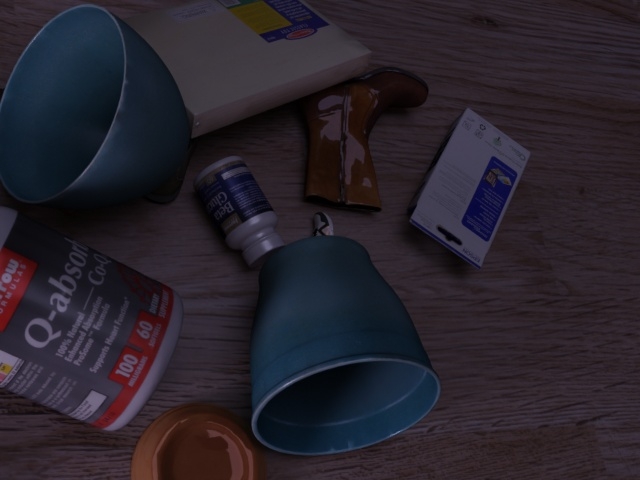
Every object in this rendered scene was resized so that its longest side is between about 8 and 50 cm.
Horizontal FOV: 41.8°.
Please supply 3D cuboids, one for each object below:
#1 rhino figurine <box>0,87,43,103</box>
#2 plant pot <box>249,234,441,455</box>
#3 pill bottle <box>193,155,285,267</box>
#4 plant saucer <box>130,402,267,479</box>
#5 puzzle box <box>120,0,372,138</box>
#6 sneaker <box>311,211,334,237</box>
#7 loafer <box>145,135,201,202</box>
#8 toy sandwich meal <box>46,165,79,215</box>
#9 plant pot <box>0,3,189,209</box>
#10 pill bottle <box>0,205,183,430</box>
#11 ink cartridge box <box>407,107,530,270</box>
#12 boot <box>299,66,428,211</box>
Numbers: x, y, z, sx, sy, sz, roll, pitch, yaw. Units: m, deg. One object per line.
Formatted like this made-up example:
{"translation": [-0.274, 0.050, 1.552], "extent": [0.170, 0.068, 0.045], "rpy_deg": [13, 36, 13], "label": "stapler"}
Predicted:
{"translation": [-0.520, -0.219, 1.280], "extent": [0.243, 0.073, 0.106], "rpy_deg": [-12, 67, -31], "label": "rhino figurine"}
{"translation": [0.013, 0.142, 1.248], "extent": [0.272, 0.271, 0.255], "rpy_deg": [4, 49, -24], "label": "plant pot"}
{"translation": [-0.128, -0.045, 1.362], "extent": [0.094, 0.094, 0.169], "rpy_deg": [-25, 77, -33], "label": "pill bottle"}
{"translation": [-0.167, 0.326, 1.190], "extent": [0.200, 0.037, 0.200], "rpy_deg": [11, 61, -20], "label": "plant saucer"}
{"translation": [-0.141, -0.330, 1.463], "extent": [0.409, 0.052, 0.272], "rpy_deg": [-27, 58, -36], "label": "puzzle box"}
{"translation": [0.000, 0.000, 1.434], "extent": [0.044, 0.040, 0.109], "rpy_deg": [0, 65, -23], "label": "sneaker"}
{"translation": [-0.235, -0.184, 1.386], "extent": [0.094, 0.087, 0.251], "rpy_deg": [14, 60, -18], "label": "loafer"}
{"translation": [-0.403, -0.077, 1.290], "extent": [0.085, 0.029, 0.085], "rpy_deg": [11, 58, -18], "label": "toy sandwich meal"}
{"translation": [-0.307, -0.169, 1.226], "extent": [0.195, 0.290, 0.290], "rpy_deg": [20, 53, -50], "label": "plant pot"}
{"translation": [-0.379, 0.084, 1.075], "extent": [0.363, 0.210, 0.210], "rpy_deg": [29, 56, -22], "label": "pill bottle"}
{"translation": [0.278, -0.094, 1.601], "extent": [0.165, 0.065, 0.332], "rpy_deg": [36, 54, -5], "label": "ink cartridge box"}
{"translation": [0.091, -0.188, 1.541], "extent": [0.264, 0.096, 0.280], "rpy_deg": [5, 64, -23], "label": "boot"}
